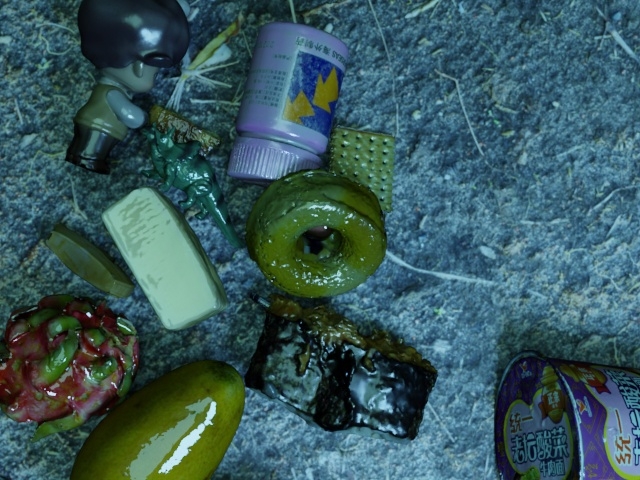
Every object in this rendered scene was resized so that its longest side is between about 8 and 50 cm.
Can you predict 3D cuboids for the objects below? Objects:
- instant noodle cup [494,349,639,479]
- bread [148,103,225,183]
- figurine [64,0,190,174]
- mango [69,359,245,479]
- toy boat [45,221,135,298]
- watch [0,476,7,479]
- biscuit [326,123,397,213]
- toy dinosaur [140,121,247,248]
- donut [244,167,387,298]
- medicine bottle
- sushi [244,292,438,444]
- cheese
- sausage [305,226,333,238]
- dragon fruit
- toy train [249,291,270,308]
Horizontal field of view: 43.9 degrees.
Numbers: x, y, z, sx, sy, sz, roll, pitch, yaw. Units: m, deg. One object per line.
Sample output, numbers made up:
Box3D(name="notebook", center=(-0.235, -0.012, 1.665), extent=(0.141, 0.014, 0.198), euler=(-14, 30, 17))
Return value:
Box3D(name="instant noodle cup", center=(0.493, 0.362, 1.403), extent=(0.266, 0.340, 0.339), euler=(2, 86, -11))
Box3D(name="bread", center=(-0.279, -0.173, 1.544), extent=(0.154, 0.054, 0.136), euler=(25, 92, 0))
Box3D(name="figurine", center=(-0.356, -0.303, 1.483), extent=(0.206, 0.218, 0.365), euler=(5, 98, -18))
Box3D(name="mango", center=(-0.277, 0.361, 1.402), extent=(0.221, 0.264, 0.378), euler=(43, 95, 4))
Box3D(name="toy boat", center=(-0.440, 0.036, 1.520), extent=(0.206, 0.072, 0.064), euler=(39, 103, 12))
Box3D(name="watch", center=(-0.613, 0.555, 1.452), extent=(0.241, 0.162, 0.253), euler=(1, 87, -8))
Box3D(name="biscuit", center=(0.079, -0.121, 1.534), extent=(0.144, 0.016, 0.203), euler=(7, 75, -13))
Box3D(name="toy dinosaur", center=(-0.244, -0.090, 1.489), extent=(0.120, 0.079, 0.292), euler=(-30, 101, -20))
Box3D(name="donut", center=(0.000, 0.000, 1.437), extent=(0.272, 0.107, 0.272), euler=(-9, 127, -12))
Box3D(name="medicine bottle", center=(-0.061, -0.243, 1.487), extent=(0.178, 0.178, 0.290), euler=(13, 86, 0))
Box3D(name="sushi", center=(0.040, 0.239, 1.438), extent=(0.349, 0.234, 0.207), euler=(21, 85, -3))
Box3D(name="cheese", center=(-0.268, 0.038, 1.424), extent=(0.124, 0.265, 0.242), euler=(-27, 87, -4))
Box3D(name="sausage", center=(-0.042, -0.049, 1.533), extent=(0.154, 0.062, 0.062), euler=(18, 86, 0))
Box3D(name="dragon fruit", center=(-0.475, 0.218, 1.433), extent=(0.303, 0.231, 0.237), euler=(-2, 98, 10))
Box3D(name="toy train", center=(-0.102, 0.127, 1.544), extent=(0.083, 0.017, 0.017), euler=(32, 86, 2))
